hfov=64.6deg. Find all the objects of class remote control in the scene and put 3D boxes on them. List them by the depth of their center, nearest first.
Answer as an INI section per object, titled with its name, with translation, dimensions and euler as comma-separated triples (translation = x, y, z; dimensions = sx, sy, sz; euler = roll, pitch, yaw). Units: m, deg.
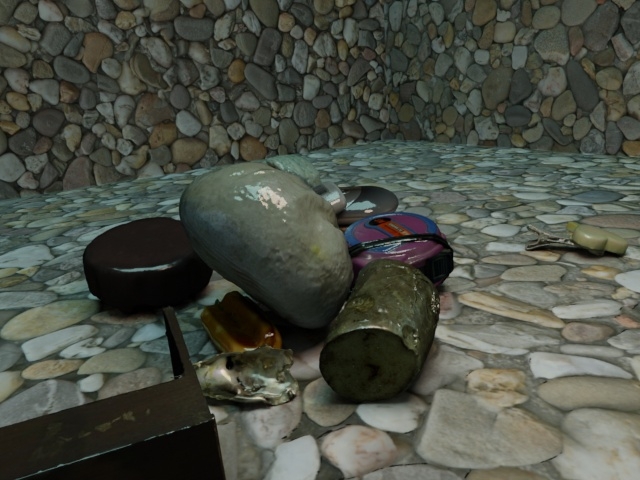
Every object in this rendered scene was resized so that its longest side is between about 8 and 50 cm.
[remote control]
translation = 0.084, -0.114, 1.633
dimensions = 0.333, 0.103, 0.221
euler = -1, 27, 8

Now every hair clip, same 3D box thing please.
[hair clip]
translation = 0.612, -0.006, 1.214
dimensions = 0.219, 0.071, 0.159
euler = 10, 20, 29

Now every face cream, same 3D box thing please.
[face cream]
translation = -0.071, -0.079, 1.502
dimensions = 0.291, 0.070, 0.144
euler = -27, 38, -9

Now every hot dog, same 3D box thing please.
[hot dog]
translation = -0.138, 0.158, 0.880
dimensions = 0.104, 0.076, 0.250
euler = -33, 23, -19

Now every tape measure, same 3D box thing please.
[tape measure]
translation = 0.140, 0.042, 1.060
dimensions = 0.246, 0.149, 0.231
euler = -19, 24, -20

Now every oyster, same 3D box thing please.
[oyster]
translation = -0.128, 0.196, 0.747
dimensions = 0.200, 0.106, 0.061
euler = 12, -12, 8

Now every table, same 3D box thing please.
[table]
translation = -0.237, 0.223, 0.499
dimensions = 0.251, 0.196, 0.282
euler = -13, 16, -21

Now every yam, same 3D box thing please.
[yam]
translation = 0.103, 0.128, 0.780
dimensions = 0.154, 0.153, 0.254
euler = 1, 21, 19

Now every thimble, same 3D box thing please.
[thimble]
translation = -0.120, -0.204, 1.810
dimensions = 0.172, 0.204, 0.250
euler = -18, 16, -38

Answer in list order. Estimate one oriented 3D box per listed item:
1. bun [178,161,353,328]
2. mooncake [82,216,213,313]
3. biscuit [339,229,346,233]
[bun]
translation = -0.088, 0.000, 0.912
dimensions = 0.362, 0.362, 0.211
euler = 16, 62, 49
[mooncake]
translation = -0.383, 0.058, 1.147
dimensions = 0.283, 0.141, 0.283
euler = -1, 26, 1
[biscuit]
translation = 0.000, 0.002, 1.398
dimensions = 0.183, 0.034, 0.215
euler = -7, 15, -9
